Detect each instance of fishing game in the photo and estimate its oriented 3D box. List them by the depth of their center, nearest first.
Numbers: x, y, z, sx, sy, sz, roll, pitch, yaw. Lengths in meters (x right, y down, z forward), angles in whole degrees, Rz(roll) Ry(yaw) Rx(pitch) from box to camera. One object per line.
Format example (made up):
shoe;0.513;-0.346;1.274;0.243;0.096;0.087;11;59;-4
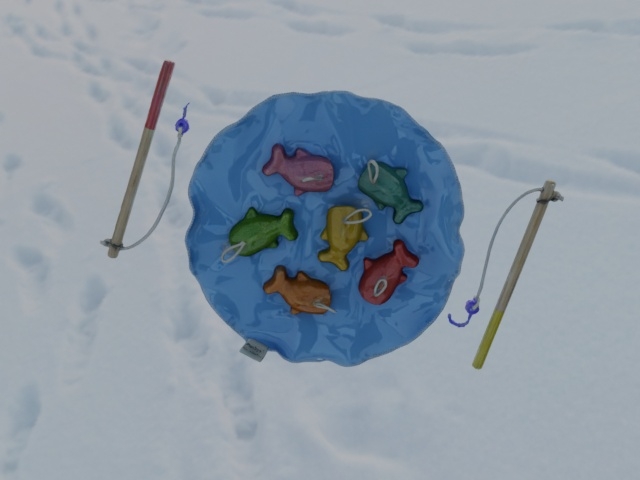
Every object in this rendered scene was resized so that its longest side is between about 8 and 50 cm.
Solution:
fishing game;0.000;0.000;0.512;0.264;0.189;0.041;21;19;-3
